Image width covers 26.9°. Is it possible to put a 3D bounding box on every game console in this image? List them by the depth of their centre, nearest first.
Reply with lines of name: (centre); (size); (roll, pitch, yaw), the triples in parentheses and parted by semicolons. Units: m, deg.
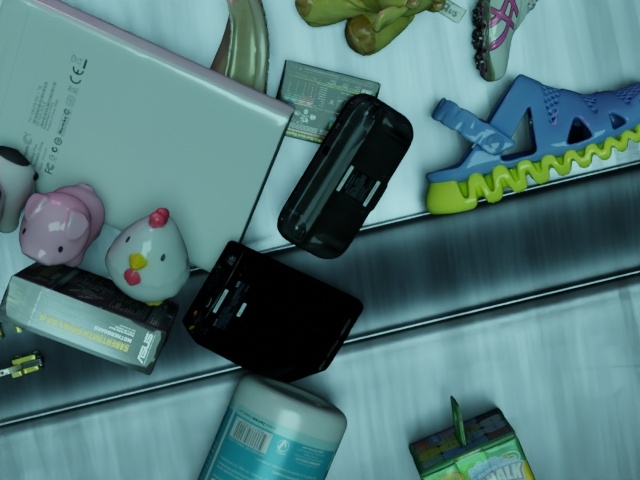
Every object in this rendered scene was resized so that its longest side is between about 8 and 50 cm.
game console: (0.000, 0.000, 1.608); (0.213, 0.044, 0.361); (27, 97, -41)

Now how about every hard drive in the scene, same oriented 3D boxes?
hard drive: (-0.231, -0.127, 1.575); (0.353, 0.047, 0.233); (25, 119, 2)

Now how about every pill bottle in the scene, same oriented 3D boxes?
pill bottle: (-0.079, 0.308, 1.635); (0.146, 0.146, 0.264); (23, 91, -5)

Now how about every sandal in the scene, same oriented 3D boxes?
sandal: (0.262, -0.140, 1.612); (0.317, 0.126, 0.138); (-20, 94, -1)

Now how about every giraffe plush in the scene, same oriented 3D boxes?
giraffe plush: (0.082, -0.303, 1.556); (0.210, 0.170, 0.181); (13, 97, -4)

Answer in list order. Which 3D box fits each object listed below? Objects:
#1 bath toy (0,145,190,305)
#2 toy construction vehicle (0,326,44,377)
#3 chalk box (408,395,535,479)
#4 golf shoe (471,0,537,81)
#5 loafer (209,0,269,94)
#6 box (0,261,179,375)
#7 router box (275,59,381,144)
bath toy: (-0.312, -0.031, 1.526); (0.348, 0.151, 0.129); (22, 141, 2)
toy construction vehicle: (-0.385, 0.129, 1.667); (0.098, 0.035, 0.085); (-13, 98, 0)
chalk box: (0.195, 0.299, 1.661); (0.132, 0.132, 0.213); (-24, 97, 1)
golf shoe: (0.227, -0.284, 1.615); (0.086, 0.067, 0.186); (3, 97, -4)
loafer: (-0.109, -0.177, 1.602); (0.092, 0.102, 0.268); (1, 100, -4)
box: (-0.266, 0.084, 1.566); (0.183, 0.231, 0.056); (20, 93, -5)
router box: (0.005, -0.163, 1.639); (0.123, 0.038, 0.092); (14, 96, -3)
